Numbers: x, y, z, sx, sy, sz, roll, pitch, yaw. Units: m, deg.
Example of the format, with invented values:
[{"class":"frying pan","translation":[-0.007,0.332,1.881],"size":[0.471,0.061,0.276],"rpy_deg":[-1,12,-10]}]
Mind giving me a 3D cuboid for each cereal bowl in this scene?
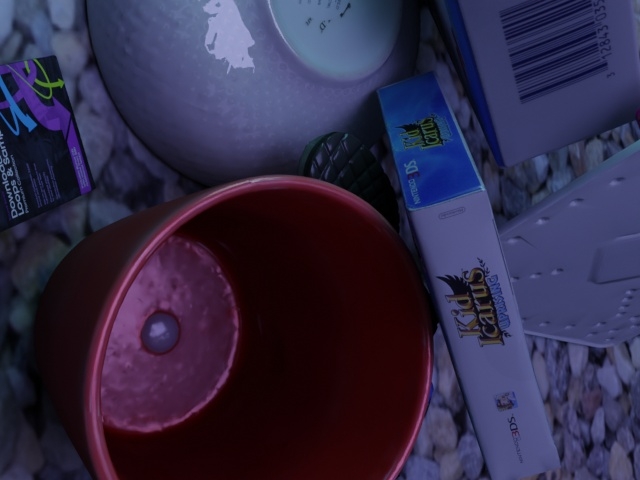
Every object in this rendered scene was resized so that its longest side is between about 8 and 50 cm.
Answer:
[{"class":"cereal bowl","translation":[-0.029,-0.211,0.954],"size":[0.339,0.141,0.339],"rpy_deg":[0,90,-40]}]

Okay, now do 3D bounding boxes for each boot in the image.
[{"class":"boot","translation":[0.000,0.000,0.950],"size":[0.083,0.161,0.246],"rpy_deg":[-43,130,-22]}]

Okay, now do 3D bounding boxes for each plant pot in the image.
[{"class":"plant pot","translation":[-0.089,0.084,0.815],"size":[0.275,0.243,0.275],"rpy_deg":[-2,94,-31]}]

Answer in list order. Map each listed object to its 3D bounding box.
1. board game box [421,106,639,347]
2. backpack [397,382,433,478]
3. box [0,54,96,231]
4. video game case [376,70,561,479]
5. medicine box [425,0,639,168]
[{"class":"board game box","translation":[0.335,-0.005,1.113],"size":[0.390,0.390,0.050],"rpy_deg":[14,54,-39]},{"class":"backpack","translation":[0.050,0.162,1.040],"size":[0.101,0.098,0.120],"rpy_deg":[45,63,-26]},{"class":"box","translation":[-0.232,-0.074,0.802],"size":[0.162,0.029,0.116],"rpy_deg":[-45,122,-68]},{"class":"video game case","translation":[0.115,0.018,0.871],"size":[0.061,0.269,0.244],"rpy_deg":[-18,115,7]},{"class":"medicine box","translation":[0.166,-0.265,0.971],"size":[0.263,0.149,0.289],"rpy_deg":[62,9,-48]}]
